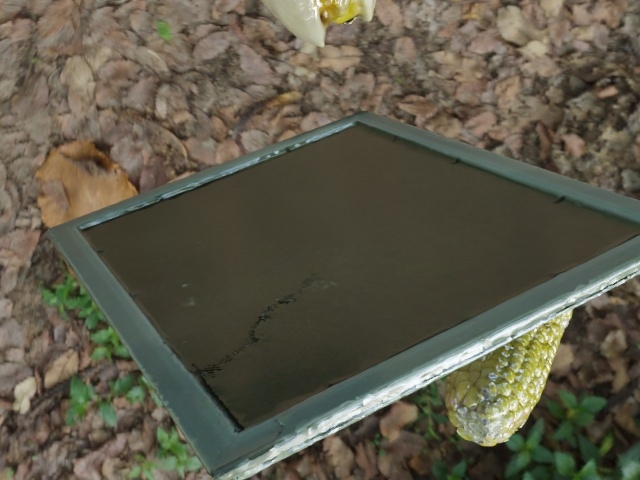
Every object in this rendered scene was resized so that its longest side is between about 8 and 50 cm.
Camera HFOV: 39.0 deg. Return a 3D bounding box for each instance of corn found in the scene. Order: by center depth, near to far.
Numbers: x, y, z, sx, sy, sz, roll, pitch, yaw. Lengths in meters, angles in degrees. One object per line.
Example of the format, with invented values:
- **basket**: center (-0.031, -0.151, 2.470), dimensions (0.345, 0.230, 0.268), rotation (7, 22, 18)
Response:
- **corn**: center (0.186, 0.077, 0.858), dimensions (0.101, 0.292, 0.101), rotation (13, 128, 18)

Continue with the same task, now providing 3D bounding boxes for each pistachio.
- **pistachio**: center (-0.024, -0.334, 1.039), dimensions (0.157, 0.157, 0.230), rotation (-34, 116, -4)

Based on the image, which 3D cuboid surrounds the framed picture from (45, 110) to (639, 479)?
- **framed picture**: center (0.000, 0.000, 0.458), dimensions (0.231, 0.293, 0.018), rotation (-23, 115, -19)
